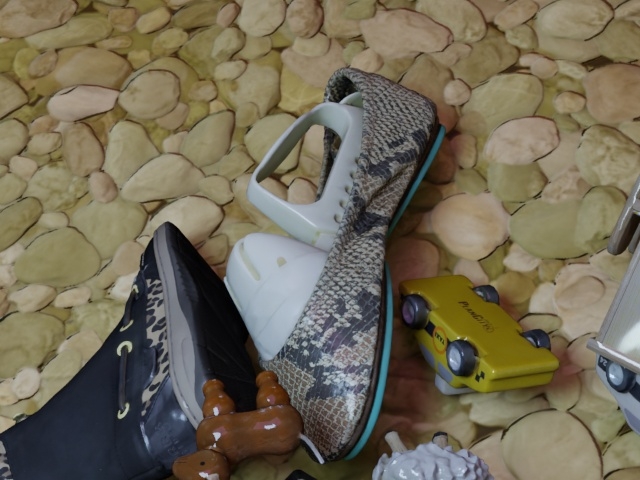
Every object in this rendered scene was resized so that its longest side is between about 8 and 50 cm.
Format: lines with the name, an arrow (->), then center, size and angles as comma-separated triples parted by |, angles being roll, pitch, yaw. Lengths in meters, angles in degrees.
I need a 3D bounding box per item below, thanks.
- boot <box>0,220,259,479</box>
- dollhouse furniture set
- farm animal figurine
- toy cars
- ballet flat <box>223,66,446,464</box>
boot -> -0.207, 0.149, 1.438 | 0.284, 0.138, 0.377 | -37, 29, 8
dollhouse furniture set -> 0.370, 0.047, 1.404 | 0.212, 0.242, 0.161 | 28, 103, 26
farm animal figurine -> -0.044, 0.297, 1.244 | 0.326, 0.330, 0.172 | 16, 26, -22
toy cars -> 0.244, 0.137, 1.413 | 0.393, 0.087, 0.176 | 16, 27, 18
ballet flat -> 0.000, 0.000, 1.471 | 0.182, 0.164, 0.483 | 29, 47, -13
